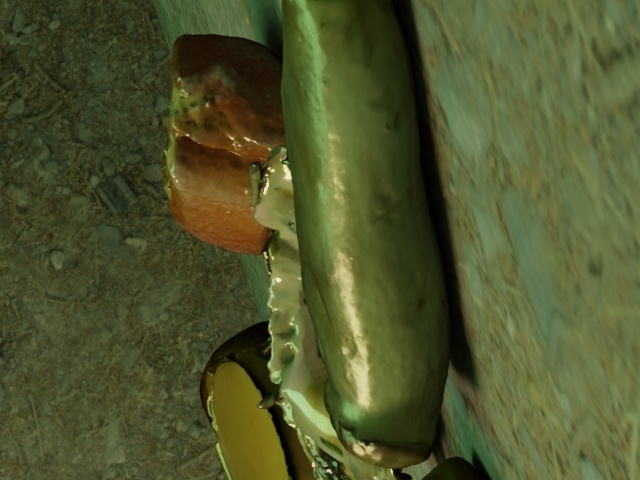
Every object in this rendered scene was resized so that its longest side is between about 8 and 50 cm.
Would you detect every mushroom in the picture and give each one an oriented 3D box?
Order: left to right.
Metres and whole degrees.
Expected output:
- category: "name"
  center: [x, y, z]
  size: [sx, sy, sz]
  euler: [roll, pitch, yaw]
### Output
- category: "mushroom"
  center: [0.025, -0.009, 0.701]
  size: [0.107, 0.087, 0.333]
  euler: [-126, 22, -57]

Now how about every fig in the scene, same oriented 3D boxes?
- category: "fig"
  center: [-0.041, 0.172, 1.656]
  size: [0.290, 0.190, 0.191]
  euler: [-51, 45, 31]

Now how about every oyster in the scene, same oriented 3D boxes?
- category: "oyster"
  center: [0.026, 0.083, 0.948]
  size: [0.201, 0.107, 0.354]
  euler: [39, 141, 39]

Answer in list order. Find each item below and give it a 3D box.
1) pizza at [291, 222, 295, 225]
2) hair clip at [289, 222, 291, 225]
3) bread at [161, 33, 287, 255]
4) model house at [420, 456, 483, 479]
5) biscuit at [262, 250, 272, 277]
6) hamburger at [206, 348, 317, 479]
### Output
- category: "pizza"
  center: [0.000, 0.000, 1.107]
  size: [0.131, 0.041, 0.178]
  euler: [86, 164, -58]
- category: "hair clip"
  center: [-0.027, -0.032, 1.293]
  size: [0.070, 0.039, 0.229]
  euler: [-110, 8, -66]
- category: "bread"
  center: [-0.085, -0.098, 1.120]
  size: [0.244, 0.123, 0.190]
  euler: [125, 147, -73]
- category: "model house"
  center: [0.082, 0.292, 0.801]
  size: [0.239, 0.173, 0.268]
  euler: [-58, 34, 25]
- category: "biscuit"
  center: [-0.057, -0.034, 1.394]
  size: [0.215, 0.034, 0.182]
  euler: [-85, -21, -76]
- category: "hamburger"
  center: [-0.022, 0.221, 1.389]
  size: [0.237, 0.149, 0.237]
  euler: [36, 133, 50]
